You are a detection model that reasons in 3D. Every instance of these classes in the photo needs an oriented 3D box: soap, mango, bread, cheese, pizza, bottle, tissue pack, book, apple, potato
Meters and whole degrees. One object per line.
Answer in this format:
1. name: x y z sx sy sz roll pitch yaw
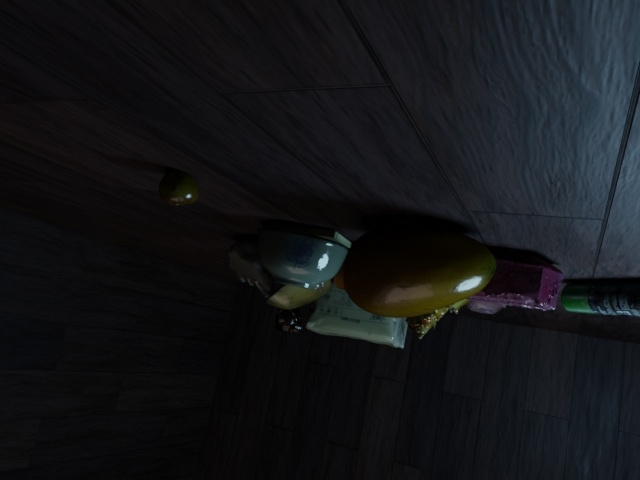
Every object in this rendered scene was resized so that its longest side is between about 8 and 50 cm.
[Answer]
1. soap: 0.453 0.101 1.393 0.324 0.128 0.220 2 165 46
2. mango: 0.225 0.071 1.248 0.377 0.221 0.263 -9 156 34
3. bread: 0.523 0.187 1.980 0.152 0.127 0.147 -33 146 25
4. cheese: 0.676 0.250 2.123 0.188 0.074 0.286 9 166 7
5. pizza: 0.335 0.189 1.789 0.251 0.287 0.074 21 137 38
6. bottle: 0.816 0.158 1.408 0.093 0.093 0.330 15 169 -23
7. tissue pack: 0.160 0.248 2.042 0.379 0.298 0.207 7 167 27
8. book: 0.000 0.000 1.618 0.214 0.025 0.282 7 171 25
9. apple: -0.322 -0.116 1.182 0.089 0.075 0.089 9 171 1
10. potato: -0.047 0.164 1.819 0.116 0.299 0.239 55 161 2

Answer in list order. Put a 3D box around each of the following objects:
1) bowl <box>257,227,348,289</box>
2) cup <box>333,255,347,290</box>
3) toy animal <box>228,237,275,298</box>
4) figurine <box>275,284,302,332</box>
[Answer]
1. bowl: -0.068 0.069 1.589 0.288 0.146 0.289 12 172 2
2. cup: 0.196 0.118 1.740 0.263 0.183 0.226 13 -156 30
3. toy animal: -0.219 0.077 1.931 0.266 0.188 0.308 41 161 8
4. figurine: -0.137 0.249 2.301 0.167 0.316 0.187 10 169 5
